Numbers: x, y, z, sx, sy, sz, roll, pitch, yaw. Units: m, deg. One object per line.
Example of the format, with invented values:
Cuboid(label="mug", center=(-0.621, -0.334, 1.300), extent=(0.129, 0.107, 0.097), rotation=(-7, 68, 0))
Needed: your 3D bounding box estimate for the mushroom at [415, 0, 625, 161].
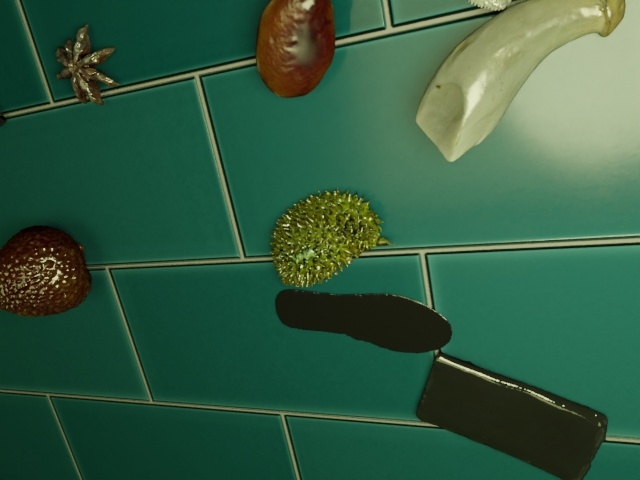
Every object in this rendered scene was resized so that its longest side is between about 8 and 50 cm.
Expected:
Cuboid(label="mushroom", center=(0.237, -0.227, 0.697), extent=(0.118, 0.103, 0.270), rotation=(48, 115, 0))

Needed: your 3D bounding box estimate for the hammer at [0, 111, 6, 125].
Cuboid(label="hammer", center=(-0.819, -0.210, 1.181), extent=(0.426, 0.044, 0.152), rotation=(-30, 96, 30))

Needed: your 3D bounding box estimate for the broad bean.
Cuboid(label="broad bean", center=(-0.035, -0.285, 0.795), extent=(0.114, 0.084, 0.165), rotation=(13, 121, 12))

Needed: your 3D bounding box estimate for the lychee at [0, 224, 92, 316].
Cuboid(label="lychee", center=(-0.555, 0.061, 1.107), extent=(0.194, 0.194, 0.195), rotation=(8, 114, 20))

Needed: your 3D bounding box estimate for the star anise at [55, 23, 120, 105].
Cuboid(label="star anise", center=(-0.416, -0.301, 0.973), extent=(0.140, 0.042, 0.141), rotation=(9, 115, 20))

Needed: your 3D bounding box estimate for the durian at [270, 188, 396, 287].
Cuboid(label="durian", center=(-0.004, 0.000, 0.894), extent=(0.220, 0.095, 0.137), rotation=(-24, 101, 23))

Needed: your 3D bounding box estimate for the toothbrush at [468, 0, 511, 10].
Cuboid(label="toothbrush", center=(0.101, -0.353, 0.727), extent=(0.307, 0.030, 0.025), rotation=(26, 143, 18))

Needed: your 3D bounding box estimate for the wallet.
Cuboid(label="wallet", center=(0.309, 0.292, 0.916), extent=(0.285, 0.030, 0.146), rotation=(19, 114, 14))

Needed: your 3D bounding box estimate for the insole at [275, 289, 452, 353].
Cuboid(label="insole", center=(0.067, 0.136, 0.967), extent=(0.321, 0.007, 0.109), rotation=(5, 111, 22))
